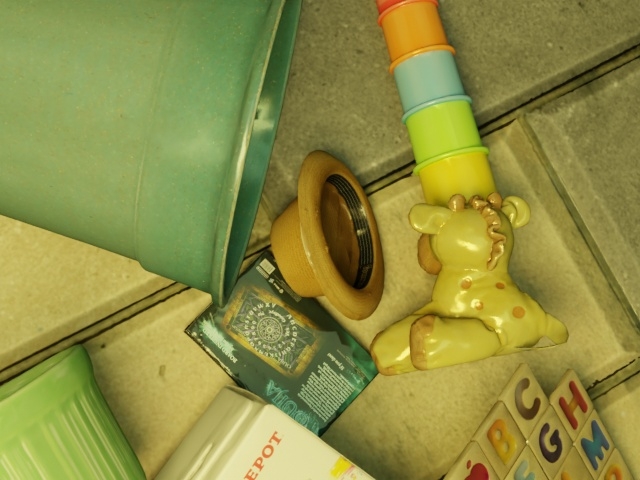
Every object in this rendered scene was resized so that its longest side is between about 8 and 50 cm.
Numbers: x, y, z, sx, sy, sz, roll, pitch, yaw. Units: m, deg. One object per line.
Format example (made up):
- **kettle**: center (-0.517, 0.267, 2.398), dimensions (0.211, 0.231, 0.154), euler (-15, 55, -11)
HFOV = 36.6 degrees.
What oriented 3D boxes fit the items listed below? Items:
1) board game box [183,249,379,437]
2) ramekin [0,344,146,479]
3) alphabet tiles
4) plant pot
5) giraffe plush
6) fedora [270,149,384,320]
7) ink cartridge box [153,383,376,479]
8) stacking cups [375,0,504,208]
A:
- **board game box**: center (-0.040, 0.119, 1.056), dimensions (0.186, 0.026, 0.126), euler (45, 75, -1)
- **ramekin**: center (-0.301, 0.234, 0.847), dimensions (0.303, 0.303, 0.148), euler (-33, 95, -15)
- **alphabet tiles**: center (0.247, 0.312, 0.998), dimensions (0.285, 0.011, 0.343), euler (-45, 112, -35)
- **plant pot**: center (-0.212, -0.141, 0.932), dimensions (0.334, 0.341, 0.341), euler (14, 77, -1)
- **giraffe plush**: center (0.151, 0.041, 1.017), dimensions (0.181, 0.210, 0.171), euler (-1, 78, -49)
- **fedora**: center (0.000, 0.000, 1.042), dimensions (0.079, 0.194, 0.194), euler (-18, 82, 25)
- **ink cartridge box**: center (-0.035, 0.277, 0.932), dimensions (0.232, 0.168, 0.171), euler (40, 76, -15)
- **stacking cups**: center (0.132, -0.177, 1.121), dimensions (0.096, 0.096, 0.316), euler (-10, 78, -13)
